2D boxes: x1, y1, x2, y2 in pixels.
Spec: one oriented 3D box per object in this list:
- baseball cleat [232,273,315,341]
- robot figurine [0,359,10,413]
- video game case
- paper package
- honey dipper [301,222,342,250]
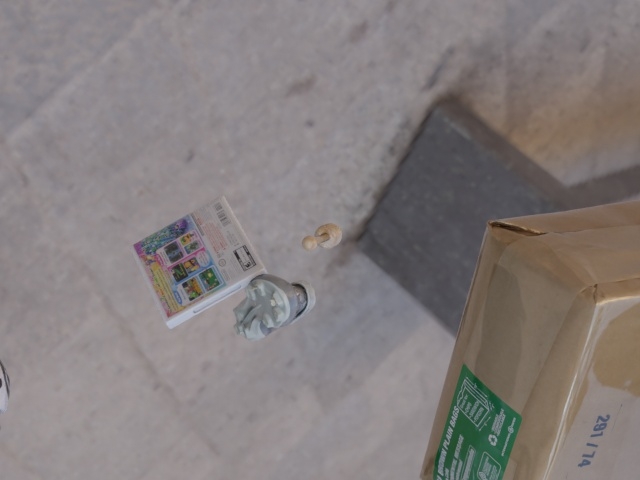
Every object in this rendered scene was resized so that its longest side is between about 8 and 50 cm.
[{"bbox_3d":[-0.048,0.071,1.674,0.109,0.072,0.206,-26,177,-23],"label":"baseball cleat"},{"bbox_3d":[-0.434,0.221,1.389,0.209,0.173,0.278,-22,-134,66],"label":"robot figurine"},{"bbox_3d":[-0.159,0.026,1.714,0.143,0.157,0.019,-29,137,-3],"label":"video game case"},{"bbox_3d":[0.288,0.134,1.345,0.309,0.168,0.325,-7,123,-32],"label":"paper package"},{"bbox_3d":[0.000,0.000,1.578,0.030,0.030,0.161,-53,176,10],"label":"honey dipper"}]
